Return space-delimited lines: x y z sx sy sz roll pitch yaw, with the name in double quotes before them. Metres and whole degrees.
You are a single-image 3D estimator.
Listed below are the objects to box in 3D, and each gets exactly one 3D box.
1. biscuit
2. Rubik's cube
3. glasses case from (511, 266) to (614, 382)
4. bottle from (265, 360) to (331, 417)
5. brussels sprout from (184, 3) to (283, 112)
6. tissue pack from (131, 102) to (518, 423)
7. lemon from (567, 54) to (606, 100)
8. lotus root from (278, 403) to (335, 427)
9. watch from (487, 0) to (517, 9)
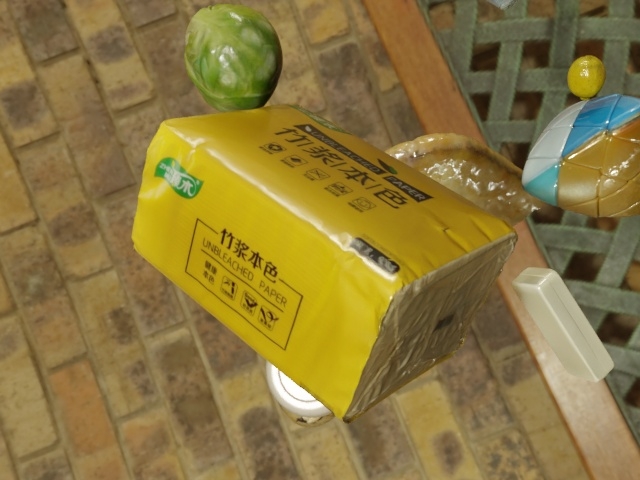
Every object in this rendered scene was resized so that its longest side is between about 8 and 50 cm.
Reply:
"biscuit" 0.278 -0.087 1.915 0.446 0.429 0.104 27 -143 -30
"Rubik's cube" 0.501 -0.150 1.355 0.254 0.254 0.255 158 90 -88
"glasses case" 0.610 0.211 1.908 0.313 0.070 0.131 55 166 -11
"bottle" 0.012 0.206 1.280 0.148 0.147 0.236 68 -166 8
"brussels sprout" -0.119 -0.244 1.016 0.155 0.117 0.155 21 130 28
"tissue pack" 0.000 0.000 0.952 0.381 0.293 0.228 34 122 28
"lemon" 0.444 -0.270 1.263 0.062 0.062 0.083 -114 7 -52
"lotus root" -0.020 0.260 1.542 0.146 0.160 0.284 44 -162 -17
"watch" 0.347 -0.570 1.495 0.193 0.068 0.206 53 160 5
